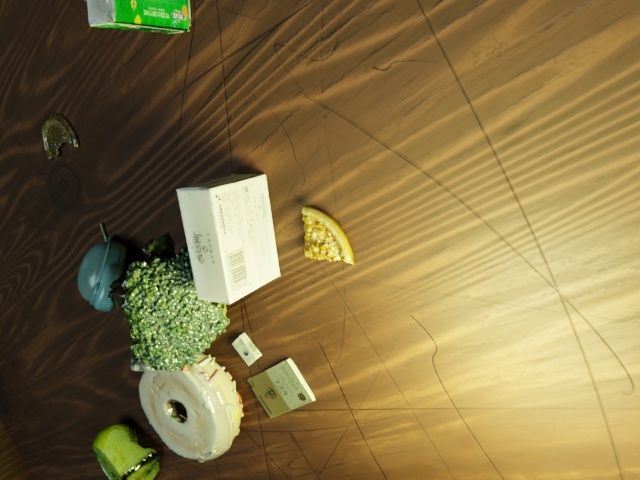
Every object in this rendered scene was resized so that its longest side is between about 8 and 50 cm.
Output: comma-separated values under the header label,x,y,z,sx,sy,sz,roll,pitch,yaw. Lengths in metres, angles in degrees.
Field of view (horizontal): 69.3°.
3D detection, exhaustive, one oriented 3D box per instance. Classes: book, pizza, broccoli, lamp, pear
label,x,y,z,sx,sy,sz,roll,pitch,yaw
book,-0.116,0.427,1.329,0.199,0.016,0.138,-35,86,36
pizza,0.000,0.000,1.093,0.131,0.041,0.178,-32,88,37
broccoli,-0.401,0.164,1.264,0.338,0.278,0.317,83,170,-57
lamp,-0.671,0.113,1.446,0.284,0.147,0.209,35,109,41
pear,-0.764,0.843,1.800,0.256,0.164,0.238,33,131,25

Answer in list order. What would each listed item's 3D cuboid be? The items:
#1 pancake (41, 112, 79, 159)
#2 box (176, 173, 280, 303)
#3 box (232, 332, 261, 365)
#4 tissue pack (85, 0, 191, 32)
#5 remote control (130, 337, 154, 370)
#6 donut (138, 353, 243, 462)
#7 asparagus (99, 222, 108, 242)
label,x,y,z,sx,sy,sz,roll,pitch,yaw
pancake,-0.873,-0.330,1.538,0.184,0.020,0.190,43,124,11
box,-0.215,-0.012,1.123,0.116,0.203,0.273,3,108,31
box,-0.215,0.317,1.349,0.083,0.024,0.054,50,123,9
tissue pack,-0.433,-0.564,1.065,0.156,0.209,0.147,13,113,31
remote control,-0.547,0.244,1.439,0.110,0.055,0.312,-12,70,34
donut,-0.404,0.505,1.459,0.383,0.142,0.381,10,111,28
asparagus,-0.724,-0.005,1.562,0.015,0.014,0.114,15,118,65
